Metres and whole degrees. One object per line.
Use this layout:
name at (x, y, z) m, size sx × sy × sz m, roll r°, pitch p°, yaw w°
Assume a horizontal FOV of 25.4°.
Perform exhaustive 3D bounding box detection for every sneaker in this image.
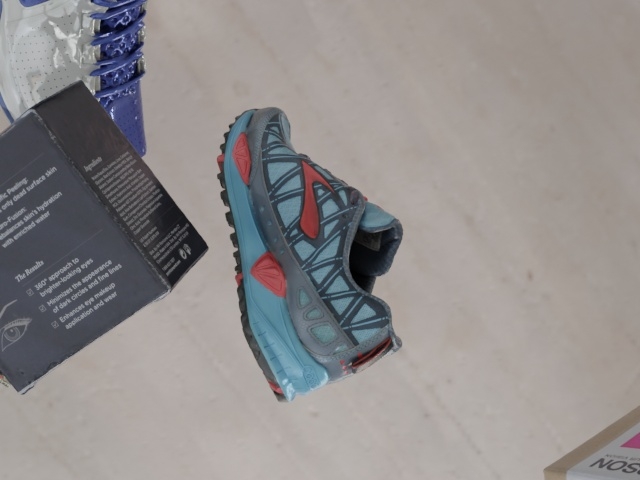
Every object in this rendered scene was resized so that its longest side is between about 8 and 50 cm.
sneaker at (-0.188, -0.208, 1.192) m, size 0.127 × 0.182 × 0.315 m, roll -34°, pitch 120°, yaw -47°
sneaker at (0.000, 0.000, 1.066) m, size 0.104 × 0.125 × 0.262 m, roll 69°, pitch 8°, yaw -53°

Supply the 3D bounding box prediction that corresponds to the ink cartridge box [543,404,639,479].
ink cartridge box at (0.331, 0.196, 1.140) m, size 0.193 × 0.234 × 0.088 m, roll -23°, pitch 106°, yaw -38°

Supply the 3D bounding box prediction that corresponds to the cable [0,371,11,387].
cable at (-0.394, 0.079, 1.486) m, size 0.287 × 0.139 × 0.072 m, roll 46°, pitch 19°, yaw -38°

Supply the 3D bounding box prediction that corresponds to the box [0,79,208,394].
box at (-0.194, -0.003, 1.023) m, size 0.158 × 0.156 × 0.093 m, roll 53°, pitch 24°, yaw -8°
